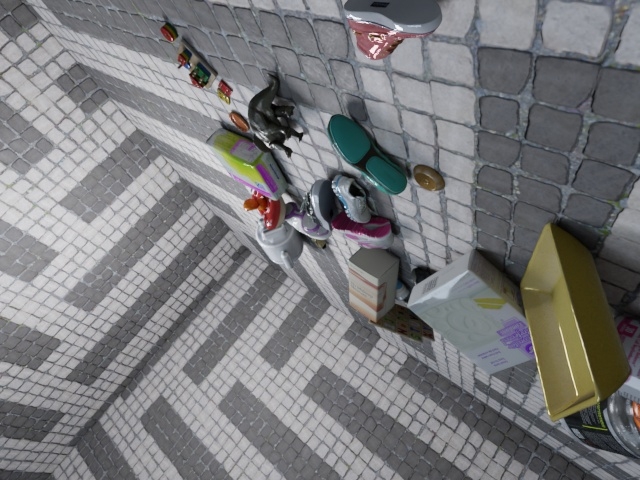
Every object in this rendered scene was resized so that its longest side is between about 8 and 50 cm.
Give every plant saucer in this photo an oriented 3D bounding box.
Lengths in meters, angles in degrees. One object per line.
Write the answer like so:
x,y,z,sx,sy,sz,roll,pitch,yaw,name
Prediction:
-0.280,-0.409,1.404,0.084,0.013,0.083,35,165,11,plant saucer
0.507,0.177,0.832,0.081,0.332,0.332,-5,150,13,plant saucer
0.247,-0.140,0.943,0.083,0.015,0.083,36,165,11,plant saucer

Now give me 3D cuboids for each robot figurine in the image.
-0.200,-0.002,2.060,0.353,0.200,0.299,67,-174,-61,robot figurine

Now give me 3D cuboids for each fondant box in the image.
0.450,0.209,1.139,0.330,0.096,0.238,39,134,-6,fondant box

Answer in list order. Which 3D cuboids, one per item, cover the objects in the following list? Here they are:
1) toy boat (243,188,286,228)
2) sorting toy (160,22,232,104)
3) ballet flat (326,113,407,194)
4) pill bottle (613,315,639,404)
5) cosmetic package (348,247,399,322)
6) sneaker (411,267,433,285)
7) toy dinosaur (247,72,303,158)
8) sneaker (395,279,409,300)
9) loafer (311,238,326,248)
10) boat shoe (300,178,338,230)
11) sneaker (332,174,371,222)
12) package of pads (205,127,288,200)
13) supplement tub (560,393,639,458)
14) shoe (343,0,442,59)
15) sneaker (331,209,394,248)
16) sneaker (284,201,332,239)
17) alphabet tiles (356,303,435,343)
-0.246,-0.149,1.684,0.231,0.151,0.151,58,143,24,toy boat
-0.387,-0.523,1.260,0.274,0.046,0.132,44,165,-21,sorting toy
0.105,-0.200,0.990,0.247,0.083,0.087,43,179,-7,ballet flat
0.707,0.271,0.785,0.283,0.160,0.160,22,158,46,pill bottle
0.203,0.168,1.591,0.153,0.129,0.296,32,147,32,cosmetic package
0.386,0.139,1.341,0.087,0.130,0.227,40,-166,-22,sneaker
-0.143,-0.323,1.132,0.161,0.120,0.313,20,164,16,toy dinosaur
0.278,0.191,1.748,0.092,0.087,0.229,52,154,-21,sneaker
0.000,0.000,1.886,0.050,0.056,0.148,33,174,19,loafer
-0.009,-0.127,1.408,0.105,0.113,0.306,19,169,15,boat shoe
0.111,-0.119,1.236,0.083,0.071,0.190,12,151,48,sneaker
-0.285,-0.298,1.576,0.297,0.101,0.229,29,163,32,package of pads
0.770,0.431,1.021,0.207,0.207,0.338,36,166,12,supplement tub
0.114,-0.324,0.629,0.178,0.063,0.081,34,167,37,shoe
0.140,-0.027,1.366,0.252,0.103,0.111,25,158,45,sneaker
-0.036,-0.074,1.688,0.305,0.114,0.152,31,176,46,sneaker
0.324,0.331,1.762,0.343,0.011,0.285,21,-162,5,alphabet tiles
